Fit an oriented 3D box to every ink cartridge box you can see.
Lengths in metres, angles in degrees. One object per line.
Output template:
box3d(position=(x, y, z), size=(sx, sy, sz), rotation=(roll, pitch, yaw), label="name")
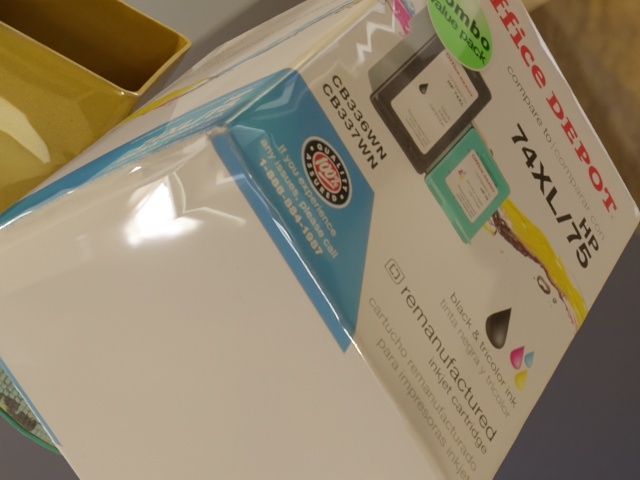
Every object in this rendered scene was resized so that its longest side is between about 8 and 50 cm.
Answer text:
box3d(position=(0.000, 0.000, 0.721), size=(0.197, 0.198, 0.270), rotation=(-22, 16, 37), label="ink cartridge box")

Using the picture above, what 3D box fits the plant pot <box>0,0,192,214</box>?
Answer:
box3d(position=(-0.269, -0.130, 1.301), size=(0.187, 0.212, 0.212), rotation=(-60, 3, 23), label="plant pot")

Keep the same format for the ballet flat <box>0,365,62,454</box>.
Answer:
box3d(position=(-0.190, 0.036, 0.824), size=(0.079, 0.221, 0.077), rotation=(-39, 18, 18), label="ballet flat")
